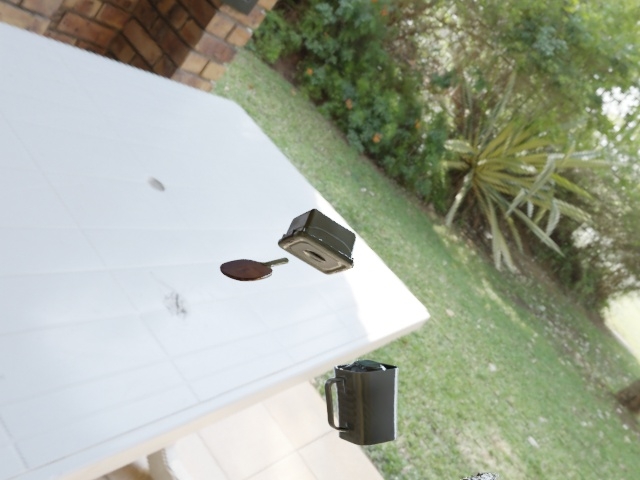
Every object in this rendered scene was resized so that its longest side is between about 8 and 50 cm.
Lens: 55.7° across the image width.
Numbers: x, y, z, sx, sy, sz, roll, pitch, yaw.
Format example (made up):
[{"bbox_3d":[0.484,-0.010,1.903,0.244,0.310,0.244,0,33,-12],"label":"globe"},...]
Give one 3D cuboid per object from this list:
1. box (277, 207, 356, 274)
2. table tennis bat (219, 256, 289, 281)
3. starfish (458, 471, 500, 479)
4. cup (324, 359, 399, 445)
[{"bbox_3d":[0.000,0.000,1.435,0.172,0.124,0.093,32,61,-24],"label":"box"},{"bbox_3d":[-0.120,0.051,1.150,0.087,0.013,0.156,23,23,36],"label":"table tennis bat"},{"bbox_3d":[0.111,0.278,0.596,0.247,0.138,0.050,31,27,-60],"label":"starfish"},{"bbox_3d":[0.065,0.270,1.019,0.128,0.129,0.095,0,-4,-32],"label":"cup"}]
